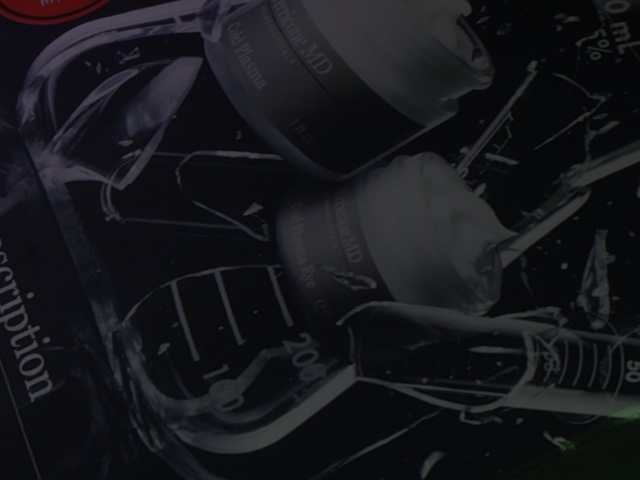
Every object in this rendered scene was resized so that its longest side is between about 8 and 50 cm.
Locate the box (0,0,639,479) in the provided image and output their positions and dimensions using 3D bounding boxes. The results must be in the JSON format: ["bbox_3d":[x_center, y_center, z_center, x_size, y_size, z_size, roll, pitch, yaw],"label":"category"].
[{"bbox_3d":[0.000,0.000,0.653,0.179,0.312,0.343,75,170,-55],"label":"box"}]
